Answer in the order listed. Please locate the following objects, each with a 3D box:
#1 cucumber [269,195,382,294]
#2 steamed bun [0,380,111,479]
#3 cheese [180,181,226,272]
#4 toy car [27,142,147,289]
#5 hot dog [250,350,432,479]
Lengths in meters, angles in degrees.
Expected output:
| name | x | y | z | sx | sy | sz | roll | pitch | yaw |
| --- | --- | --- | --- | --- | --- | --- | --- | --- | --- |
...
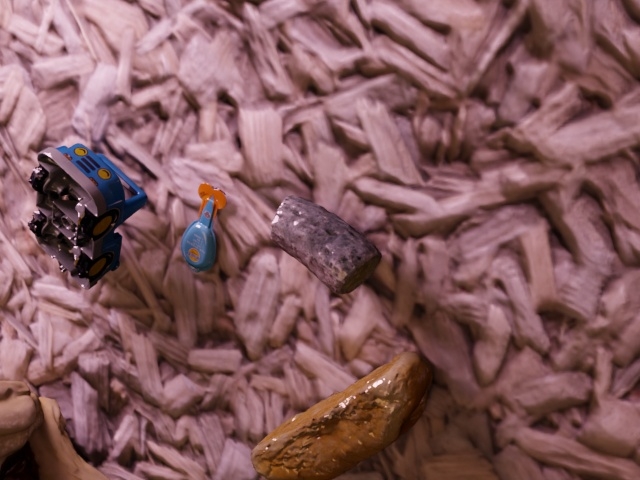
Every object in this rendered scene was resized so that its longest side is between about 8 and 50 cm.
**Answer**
| name | x | y | z | sx | sy | sz | roll | pitch | yaw |
| --- | --- | --- | --- | --- | --- | --- | --- | --- | --- |
| cucumber | 0.001 | 0.001 | 1.054 | 0.112 | 0.064 | 0.064 | 38 | 126 | 20 |
| steamed bun | -0.398 | 0.289 | 1.358 | 0.428 | 0.247 | 0.189 | -31 | 76 | 53 |
| cheese | -0.127 | -0.011 | 1.164 | 0.047 | 0.017 | 0.111 | 30 | 123 | 18 |
| toy car | -0.257 | -0.036 | 1.201 | 0.097 | 0.100 | 0.191 | 41 | 146 | 14 |
| hot dog | 0.026 | 0.194 | 1.101 | 0.242 | 0.084 | 0.073 | -36 | 85 | 37 |
